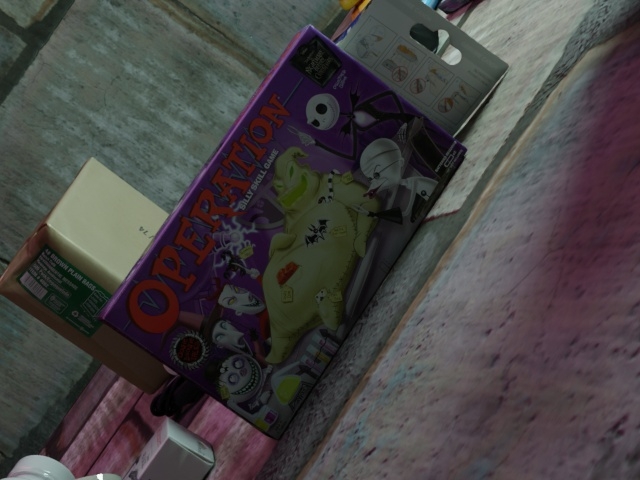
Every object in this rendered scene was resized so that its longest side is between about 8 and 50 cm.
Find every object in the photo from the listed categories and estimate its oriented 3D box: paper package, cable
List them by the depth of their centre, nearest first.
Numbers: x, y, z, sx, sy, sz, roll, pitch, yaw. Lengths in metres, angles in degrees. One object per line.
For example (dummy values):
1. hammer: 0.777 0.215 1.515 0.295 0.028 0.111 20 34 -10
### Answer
1. cable: -0.180 0.179 1.885 0.184 0.047 0.150 -48 11 40
2. paper package: -0.338 0.059 2.250 0.168 0.325 0.309 -47 13 22

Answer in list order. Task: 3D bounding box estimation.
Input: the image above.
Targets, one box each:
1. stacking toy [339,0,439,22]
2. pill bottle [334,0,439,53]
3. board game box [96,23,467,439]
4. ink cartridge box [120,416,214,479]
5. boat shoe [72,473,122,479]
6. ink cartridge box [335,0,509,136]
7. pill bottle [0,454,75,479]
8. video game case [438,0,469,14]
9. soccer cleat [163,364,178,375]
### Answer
1. stacking toy: 0.055 -0.460 2.240 0.166 0.302 0.175 -59 11 -29
2. pill bottle: 0.071 -0.261 1.984 0.219 0.123 0.123 -44 13 47
3. board game box: -0.031 -0.009 1.279 0.347 0.208 0.056 -57 10 -11
4. ink cartridge box: -0.188 0.281 1.482 0.150 0.063 0.109 -55 9 -1
5. boat shoe: -0.388 0.455 1.786 0.340 0.127 0.158 -32 59 14
6. ink cartridge box: 0.057 -0.142 1.396 0.232 0.189 0.066 -55 34 10
7. pill bottle: -0.474 0.461 2.030 0.152 0.152 0.272 -48 10 37
8. video game case: 0.268 -0.433 1.923 0.196 0.026 0.274 -55 10 -7
9. soccer cleat: -0.164 0.122 1.998 0.196 0.068 0.076 -54 -10 9
